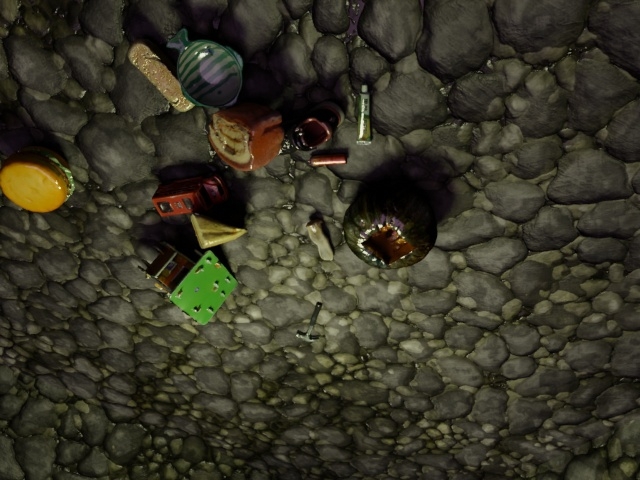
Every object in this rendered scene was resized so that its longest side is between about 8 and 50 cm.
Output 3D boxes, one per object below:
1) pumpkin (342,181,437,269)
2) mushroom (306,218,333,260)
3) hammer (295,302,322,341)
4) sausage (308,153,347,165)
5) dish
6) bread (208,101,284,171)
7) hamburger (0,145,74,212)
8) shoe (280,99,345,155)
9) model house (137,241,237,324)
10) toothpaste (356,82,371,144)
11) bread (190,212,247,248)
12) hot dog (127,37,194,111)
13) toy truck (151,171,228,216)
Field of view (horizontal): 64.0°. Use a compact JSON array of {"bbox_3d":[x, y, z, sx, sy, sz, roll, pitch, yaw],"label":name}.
[{"bbox_3d":[0.232,-0.039,1.707,0.321,0.192,0.320,6,133,6],"label":"pumpkin"},{"bbox_3d":[0.003,0.000,1.895,0.059,0.054,0.202,-5,134,24],"label":"mushroom"},{"bbox_3d":[-0.029,0.356,2.220,0.103,0.029,0.246,19,130,-3],"label":"hammer"},{"bbox_3d":[0.021,-0.263,1.670,0.130,0.034,0.034,-1,130,13],"label":"sausage"},{"bbox_3d":[-0.327,-0.509,1.503,0.224,0.078,0.246,-29,115,27],"label":"dish"},{"bbox_3d":[-0.234,-0.320,1.557,0.244,0.123,0.190,25,127,35],"label":"bread"},{"bbox_3d":[-1.008,-0.231,1.843,0.246,0.170,0.246,-2,131,-2],"label":"hamburger"},{"bbox_3d":[-0.060,-0.318,1.571,0.291,0.137,0.114,-20,122,28],"label":"shoe"},{"bbox_3d":[-0.547,0.131,2.056,0.313,0.242,0.357,33,166,25],"label":"model house"},{"bbox_3d":[0.133,-0.378,1.547,0.049,0.031,0.204,5,134,9],"label":"toothpaste"},{"bbox_3d":[-0.363,-0.057,1.843,0.178,0.240,0.135,-18,93,-15],"label":"bread"},{"bbox_3d":[-0.470,-0.503,1.548,0.084,0.073,0.242,-29,119,29],"label":"hot dog"},{"bbox_3d":[-0.460,-0.157,1.817,0.253,0.114,0.107,-6,127,19],"label":"toy truck"}]
